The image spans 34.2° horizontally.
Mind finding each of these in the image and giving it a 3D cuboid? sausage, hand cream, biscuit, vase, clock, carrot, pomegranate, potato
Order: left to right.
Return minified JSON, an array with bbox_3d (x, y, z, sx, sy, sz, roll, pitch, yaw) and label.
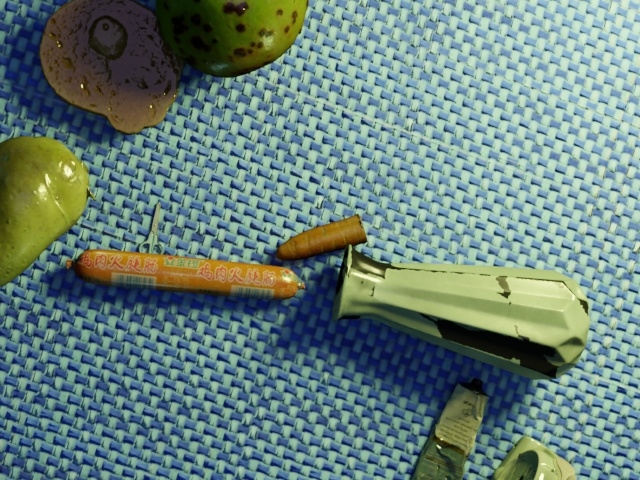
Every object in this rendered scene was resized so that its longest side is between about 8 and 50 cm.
[{"bbox_3d":[-0.435,-0.038,1.442,0.248,0.143,0.169,-48,58,-1],"label":"potato"},{"bbox_3d":[-0.299,-0.259,1.503,0.208,0.049,0.181,25,87,-7],"label":"biscuit"},{"bbox_3d":[-0.194,0.050,1.514,0.348,0.053,0.053,5,89,-7],"label":"sausage"},{"bbox_3d":[-0.155,-0.344,1.452,0.286,0.231,0.230,10,89,15],"label":"pomegranate"},{"bbox_3d":[0.000,0.000,1.544,0.139,0.048,0.048,-17,92,-6],"label":"carrot"},{"bbox_3d":[0.193,0.324,1.576,0.075,0.052,0.247,22,93,16],"label":"hand cream"},{"bbox_3d":[0.203,0.099,1.523,0.360,0.165,0.165,12,88,-4],"label":"vase"},{"bbox_3d":[0.302,0.371,1.511,0.062,0.191,0.151,36,85,-6],"label":"clock"}]

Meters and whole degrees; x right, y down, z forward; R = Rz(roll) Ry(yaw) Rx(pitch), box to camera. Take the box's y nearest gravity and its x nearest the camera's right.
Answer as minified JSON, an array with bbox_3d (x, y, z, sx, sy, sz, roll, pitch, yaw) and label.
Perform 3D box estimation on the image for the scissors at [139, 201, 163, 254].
[{"bbox_3d":[-0.245,-0.016,1.532,0.036,0.006,0.083,9,89,-6],"label":"scissors"}]
